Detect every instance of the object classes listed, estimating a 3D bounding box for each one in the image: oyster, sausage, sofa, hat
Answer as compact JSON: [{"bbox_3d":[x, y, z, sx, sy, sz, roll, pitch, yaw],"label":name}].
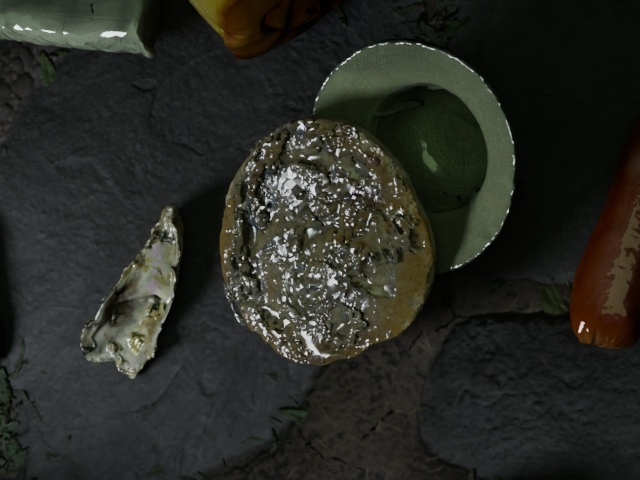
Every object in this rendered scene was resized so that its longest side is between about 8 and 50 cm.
[{"bbox_3d":[-0.196,0.063,1.954,0.106,0.061,0.200,43,93,-7],"label":"oyster"},{"bbox_3d":[0.345,-0.023,1.861,0.089,0.083,0.300,21,84,17],"label":"sausage"},{"bbox_3d":[-0.276,-0.332,1.942,0.210,0.176,0.225,9,84,9],"label":"sofa"},{"bbox_3d":[0.125,-0.103,1.866,0.257,0.130,0.257,12,113,30],"label":"hat"}]

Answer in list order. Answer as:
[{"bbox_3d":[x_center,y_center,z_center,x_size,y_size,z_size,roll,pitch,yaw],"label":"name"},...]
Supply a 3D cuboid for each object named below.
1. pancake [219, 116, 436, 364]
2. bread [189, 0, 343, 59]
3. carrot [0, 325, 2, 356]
[{"bbox_3d":[0.000,0.001,1.870,0.282,0.049,0.283,8,106,30],"label":"pancake"},{"bbox_3d":[-0.032,-0.319,1.867,0.270,0.270,0.148,-45,78,1],"label":"bread"},{"bbox_3d":[-0.390,0.062,1.983,0.035,0.035,0.165,-13,84,7],"label":"carrot"}]
